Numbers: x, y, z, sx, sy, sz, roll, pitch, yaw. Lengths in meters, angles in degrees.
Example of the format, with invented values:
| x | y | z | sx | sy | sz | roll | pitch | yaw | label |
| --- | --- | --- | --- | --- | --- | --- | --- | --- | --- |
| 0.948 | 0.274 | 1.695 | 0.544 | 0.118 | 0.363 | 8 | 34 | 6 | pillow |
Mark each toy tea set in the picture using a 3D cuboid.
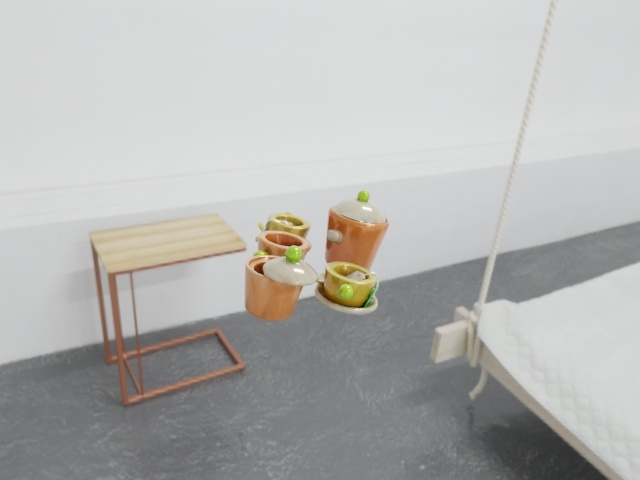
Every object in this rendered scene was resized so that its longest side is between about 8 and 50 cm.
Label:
| x | y | z | sx | sy | sz | roll | pitch | yaw | label |
| --- | --- | --- | --- | --- | --- | --- | --- | --- | --- |
| 0.000 | 0.000 | 0.761 | 0.200 | 0.124 | 0.336 | 12 | 18 | -2 | toy tea set |
